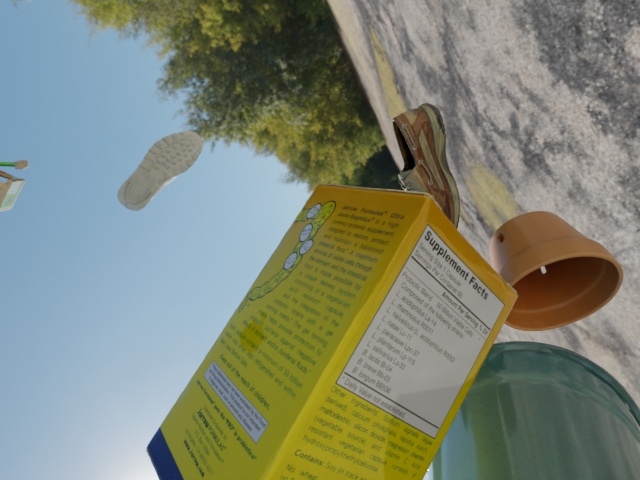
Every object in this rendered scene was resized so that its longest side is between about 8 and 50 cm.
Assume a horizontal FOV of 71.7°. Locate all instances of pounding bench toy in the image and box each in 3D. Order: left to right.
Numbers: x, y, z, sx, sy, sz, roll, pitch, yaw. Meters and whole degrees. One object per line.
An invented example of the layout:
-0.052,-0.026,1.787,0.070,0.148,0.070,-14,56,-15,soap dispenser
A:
-0.485,-0.095,0.658,0.065,0.083,0.052,28,-178,-17,pounding bench toy

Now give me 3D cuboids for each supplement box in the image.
0.016,0.140,0.481,0.194,0.357,0.195,40,167,-32,supplement box

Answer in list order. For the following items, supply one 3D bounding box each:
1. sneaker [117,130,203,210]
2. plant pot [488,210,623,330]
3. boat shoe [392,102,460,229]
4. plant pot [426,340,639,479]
-0.372,-0.169,1.031,0.090,0.235,0.095,50,178,-16,sneaker
0.558,0.065,1.123,0.291,0.290,0.204,53,-159,-40,plant pot
0.245,-0.160,1.075,0.122,0.119,0.324,-155,50,-81,boat shoe
0.280,0.348,0.557,0.341,0.341,0.334,62,-160,1,plant pot
